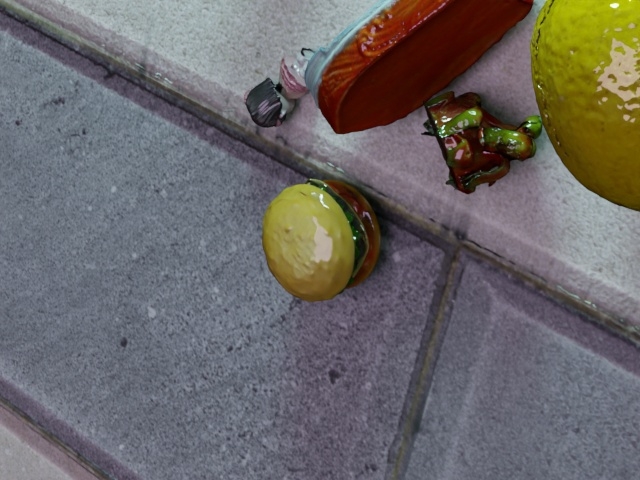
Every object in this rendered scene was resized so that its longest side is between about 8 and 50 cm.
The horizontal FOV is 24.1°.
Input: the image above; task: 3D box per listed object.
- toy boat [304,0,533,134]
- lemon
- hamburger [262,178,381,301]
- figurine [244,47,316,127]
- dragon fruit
[{"bbox_3d":[0.096,-0.253,1.788,0.332,0.145,0.133,-38,54,38],"label":"toy boat"},{"bbox_3d":[0.345,-0.163,1.521,0.258,0.258,0.310,-10,97,41],"label":"lemon"},{"bbox_3d":[0.000,0.000,1.944,0.162,0.115,0.162,11,107,40],"label":"hamburger"},{"bbox_3d":[-0.053,-0.203,1.975,0.129,0.054,0.072,-46,68,36],"label":"figurine"},{"bbox_3d":[0.184,-0.111,1.770,0.175,0.138,0.142,-3,61,24],"label":"dragon fruit"}]
